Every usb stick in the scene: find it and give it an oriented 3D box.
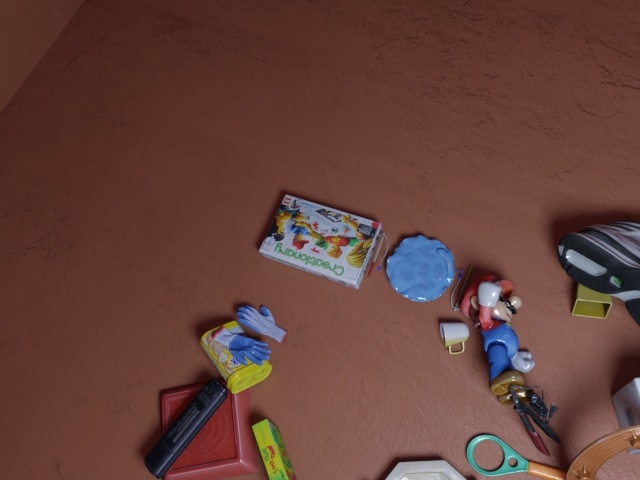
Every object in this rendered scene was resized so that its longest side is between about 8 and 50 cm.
[{"bbox_3d":[-0.342,0.476,1.551,0.077,0.045,0.278,33,81,39],"label":"usb stick"}]

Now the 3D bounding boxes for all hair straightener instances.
[{"bbox_3d":[0.487,0.388,1.369,0.089,0.230,0.047,-42,26,-10],"label":"hair straightener"}]

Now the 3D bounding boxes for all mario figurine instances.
[{"bbox_3d":[0.446,0.212,1.452,0.169,0.198,0.321,2,51,-7],"label":"mario figurine"}]

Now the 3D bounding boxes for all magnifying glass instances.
[{"bbox_3d":[0.457,0.519,1.414,0.230,0.026,0.092,12,70,17],"label":"magnifying glass"}]

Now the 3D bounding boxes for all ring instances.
[{"bbox_3d":[0.672,0.482,1.226,0.336,0.337,0.032,-7,36,10],"label":"ring"}]

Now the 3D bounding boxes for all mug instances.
[{"bbox_3d":[0.343,0.242,1.552,0.064,0.078,0.062,-9,32,0],"label":"mug"}]

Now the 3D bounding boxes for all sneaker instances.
[{"bbox_3d":[0.797,0.077,1.381,0.257,0.169,0.447,-23,44,-22],"label":"sneaker"}]

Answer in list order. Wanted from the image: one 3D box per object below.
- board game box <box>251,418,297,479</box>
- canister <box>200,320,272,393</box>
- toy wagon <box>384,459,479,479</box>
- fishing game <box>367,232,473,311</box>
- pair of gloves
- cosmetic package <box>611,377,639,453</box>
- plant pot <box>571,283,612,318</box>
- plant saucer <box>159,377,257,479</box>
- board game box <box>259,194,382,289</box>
[{"bbox_3d":[-0.107,0.539,1.491,0.043,0.092,0.181,-26,58,0],"label":"board game box"},{"bbox_3d":[-0.228,0.306,1.621,0.126,0.073,0.170,-20,54,-36],"label":"canister"},{"bbox_3d":[0.242,0.682,1.371,0.267,0.068,0.345,-7,66,11],"label":"toy wagon"},{"bbox_3d":[0.270,0.076,1.645,0.263,0.041,0.189,17,72,11],"label":"fishing game"},{"bbox_3d":[-0.181,0.248,1.630,0.159,0.023,0.198,29,41,12],"label":"pair of gloves"},{"bbox_3d":[0.777,0.367,1.293,0.224,0.224,0.138,-11,64,9],"label":"cosmetic package"},{"bbox_3d":[0.670,0.135,1.504,0.081,0.082,0.083,6,56,16],"label":"plant pot"},{"bbox_3d":[-0.306,0.494,1.593,0.258,0.048,0.259,-13,65,7],"label":"plant saucer"},{"bbox_3d":[0.000,0.000,1.731,0.305,0.053,0.193,18,72,20],"label":"board game box"}]
